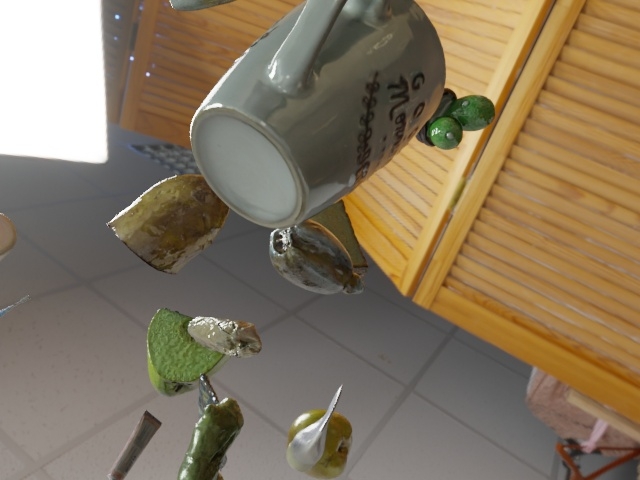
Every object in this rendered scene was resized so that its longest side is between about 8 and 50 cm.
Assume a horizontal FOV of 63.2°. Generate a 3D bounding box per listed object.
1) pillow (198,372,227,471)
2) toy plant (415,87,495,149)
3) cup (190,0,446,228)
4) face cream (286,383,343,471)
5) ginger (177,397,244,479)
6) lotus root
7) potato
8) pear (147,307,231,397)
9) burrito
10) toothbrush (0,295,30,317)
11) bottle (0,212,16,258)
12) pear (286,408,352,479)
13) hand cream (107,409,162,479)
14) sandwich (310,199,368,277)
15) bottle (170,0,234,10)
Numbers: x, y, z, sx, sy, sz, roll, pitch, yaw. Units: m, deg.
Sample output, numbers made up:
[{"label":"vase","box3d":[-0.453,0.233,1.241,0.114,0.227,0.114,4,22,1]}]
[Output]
[{"label":"pillow","box3d":[-0.288,0.490,1.400,0.034,0.255,0.189,-13,-128,-28]},{"label":"toy plant","box3d":[0.366,-0.357,1.515,0.235,0.175,0.218,30,-117,34]},{"label":"cup","box3d":[0.001,-0.155,0.497,0.186,0.258,0.234,32,-128,13]},{"label":"face cream","box3d":[-0.006,0.393,1.060,0.070,0.224,0.114,29,-140,5]},{"label":"ginger","box3d":[-0.218,0.447,1.010,0.137,0.089,0.290,37,-133,-42]},{"label":"lotus root","box3d":[-0.006,0.057,1.323,0.140,0.158,0.322,9,160,41]},{"label":"potato","box3d":[-0.360,-0.059,1.338,0.229,0.266,0.229,41,172,7]},{"label":"pear","box3d":[-0.417,0.370,1.629,0.292,0.159,0.292,3,-130,-4]},{"label":"burrito","box3d":[-0.143,0.135,0.743,0.045,0.058,0.188,-20,-173,-33]},{"label":"toothbrush","box3d":[-0.760,0.177,1.222,0.162,0.017,0.014,-33,-96,-22]},{"label":"bottle","box3d":[-0.986,0.017,1.499,0.148,0.236,0.147,23,-126,-36]},{"label":"pear","box3d":[-0.002,0.584,1.508,0.200,0.200,0.200,17,-157,-8]},{"label":"hand cream","box3d":[-0.514,0.572,1.424,0.067,0.043,0.209,49,-137,-20]},{"label":"sandwich","box3d":[-0.001,0.001,1.593,0.249,0.095,0.273,0,-122,-36]},{"label":"bottle","box3d":[-0.151,-0.473,0.930,0.270,0.083,0.083,-2,-164,21]}]
